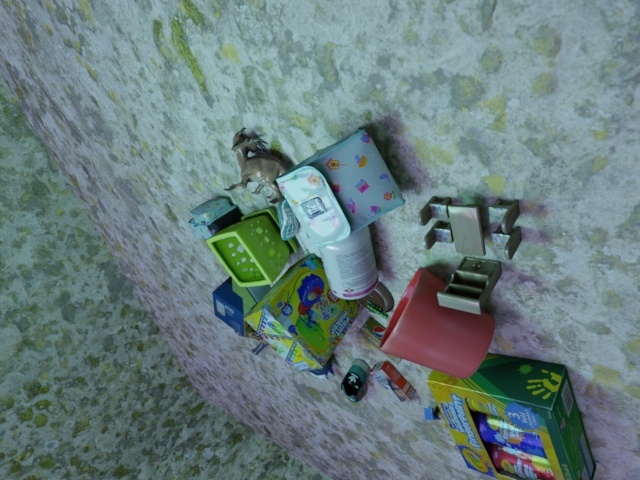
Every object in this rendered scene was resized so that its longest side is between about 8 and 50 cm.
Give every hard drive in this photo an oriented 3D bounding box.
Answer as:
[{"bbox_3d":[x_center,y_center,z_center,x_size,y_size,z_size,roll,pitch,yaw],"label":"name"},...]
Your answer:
[{"bbox_3d":[-0.262,0.216,1.925,0.022,0.094,0.135,-6,120,48],"label":"hard drive"}]

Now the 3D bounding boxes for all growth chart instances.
[{"bbox_3d":[0.000,0.000,1.518,0.238,0.021,0.171,11,132,38],"label":"growth chart"}]

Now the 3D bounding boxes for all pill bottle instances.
[{"bbox_3d":[0.079,0.027,1.347,0.161,0.160,0.282,14,135,36],"label":"pill bottle"}]

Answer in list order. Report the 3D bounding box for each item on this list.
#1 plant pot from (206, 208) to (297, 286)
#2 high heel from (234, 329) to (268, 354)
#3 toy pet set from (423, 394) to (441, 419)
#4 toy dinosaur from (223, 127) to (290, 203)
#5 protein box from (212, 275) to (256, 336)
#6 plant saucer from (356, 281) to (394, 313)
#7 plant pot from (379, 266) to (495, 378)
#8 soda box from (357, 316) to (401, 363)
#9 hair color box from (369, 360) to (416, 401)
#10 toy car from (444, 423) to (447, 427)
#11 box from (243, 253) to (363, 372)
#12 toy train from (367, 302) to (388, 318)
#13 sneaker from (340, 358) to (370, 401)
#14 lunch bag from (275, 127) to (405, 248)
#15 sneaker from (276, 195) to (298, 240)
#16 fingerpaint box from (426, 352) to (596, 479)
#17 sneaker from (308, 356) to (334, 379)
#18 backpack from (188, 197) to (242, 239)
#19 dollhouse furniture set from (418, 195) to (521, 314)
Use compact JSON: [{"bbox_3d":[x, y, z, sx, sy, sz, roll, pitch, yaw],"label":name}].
[{"bbox_3d":[-0.232,0.018,1.606,0.227,0.207,0.228,-12,116,49],"label":"plant pot"},{"bbox_3d":[-0.346,0.437,2.267,0.261,0.093,0.186,51,123,13],"label":"high heel"},{"bbox_3d":[0.443,0.643,1.672,0.122,0.065,0.114,50,144,-6],"label":"toy pet set"},{"bbox_3d":[-0.179,-0.232,1.397,0.296,0.127,0.200,17,102,11],"label":"toy dinosaur"},{"bbox_3d":[-0.392,0.314,2.114,0.200,0.136,0.201,31,142,18],"label":"protein box"},{"bbox_3d":[0.173,0.194,1.531,0.169,0.029,0.168,25,139,24],"label":"plant saucer"},{"bbox_3d":[0.331,0.246,1.247,0.243,0.274,0.274,28,142,8],"label":"plant pot"},{"bbox_3d":[0.230,0.362,1.610,0.181,0.061,0.058,37,143,12],"label":"soda box"},{"bbox_3d":[0.285,0.560,1.757,0.167,0.053,0.093,46,143,-3],"label":"hair color box"},{"bbox_3d":[0.528,0.754,1.708,0.041,0.060,0.122,-33,108,22],"label":"toy car"},{"bbox_3d":[-0.054,0.256,1.566,0.279,0.290,0.177,47,142,-8],"label":"box"},{"bbox_3d":[0.196,0.241,1.516,0.083,0.017,0.023,31,152,19],"label":"toy train"},{"bbox_3d":[0.135,0.635,1.920,0.108,0.121,0.302,28,141,23],"label":"sneaker"},{"bbox_3d":[0.045,-0.128,1.131,0.223,0.263,0.160,59,-177,-16],"label":"lunch bag"},{"bbox_3d":[-0.118,-0.080,1.516,0.076,0.065,0.166,44,137,47],"label":"sneaker"},{"bbox_3d":[0.586,0.567,1.371,0.371,0.163,0.444,-1,124,45],"label":"fingerpaint box"},{"bbox_3d":[0.015,0.502,1.924,0.236,0.130,0.323,46,141,-18],"label":"sneaker"},{"bbox_3d":[-0.422,-0.080,1.733,0.189,0.166,0.144,-8,118,45],"label":"backpack"},{"bbox_3d":[0.353,0.030,1.077,0.212,0.161,0.241,8,131,40],"label":"dollhouse furniture set"}]
